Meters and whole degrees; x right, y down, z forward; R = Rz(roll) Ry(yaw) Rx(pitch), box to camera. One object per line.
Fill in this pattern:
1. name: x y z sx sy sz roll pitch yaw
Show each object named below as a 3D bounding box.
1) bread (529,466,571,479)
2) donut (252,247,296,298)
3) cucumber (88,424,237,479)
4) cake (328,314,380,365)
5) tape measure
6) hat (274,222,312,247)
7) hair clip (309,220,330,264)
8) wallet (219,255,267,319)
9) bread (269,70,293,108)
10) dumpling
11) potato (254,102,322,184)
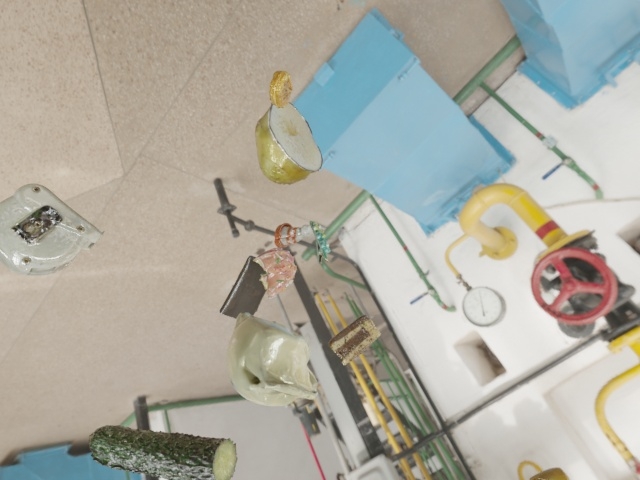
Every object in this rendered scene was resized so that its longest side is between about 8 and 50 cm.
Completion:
1. bread: 0.652 0.697 1.190 0.115 0.082 0.056 -36 122 24
2. donut: -0.113 0.082 1.134 0.117 0.065 0.166 -30 149 -16
3. cucumber: -0.355 0.453 0.889 0.359 0.096 0.096 -4 152 18
4. cake: 0.132 0.357 1.541 0.135 0.112 0.246 -45 163 11
5. tape measure: -0.839 -0.025 1.257 0.130 0.265 0.258 -27 116 41
6. hat: -0.099 -0.026 1.671 0.162 0.112 0.094 -2 123 32
7. hair clip: 0.001 0.000 1.299 0.049 0.173 0.049 -9 142 -7
8. wallet: -0.336 0.230 1.961 0.165 0.042 0.310 24 96 -31
9. bread: -0.108 -0.406 1.129 0.111 0.044 0.083 70 41 -80
10. dumpling: -0.140 0.373 1.287 0.233 0.395 0.315 -51 124 -3
11. potato: -0.152 -0.351 1.564 0.196 0.300 0.246 -25 179 36
